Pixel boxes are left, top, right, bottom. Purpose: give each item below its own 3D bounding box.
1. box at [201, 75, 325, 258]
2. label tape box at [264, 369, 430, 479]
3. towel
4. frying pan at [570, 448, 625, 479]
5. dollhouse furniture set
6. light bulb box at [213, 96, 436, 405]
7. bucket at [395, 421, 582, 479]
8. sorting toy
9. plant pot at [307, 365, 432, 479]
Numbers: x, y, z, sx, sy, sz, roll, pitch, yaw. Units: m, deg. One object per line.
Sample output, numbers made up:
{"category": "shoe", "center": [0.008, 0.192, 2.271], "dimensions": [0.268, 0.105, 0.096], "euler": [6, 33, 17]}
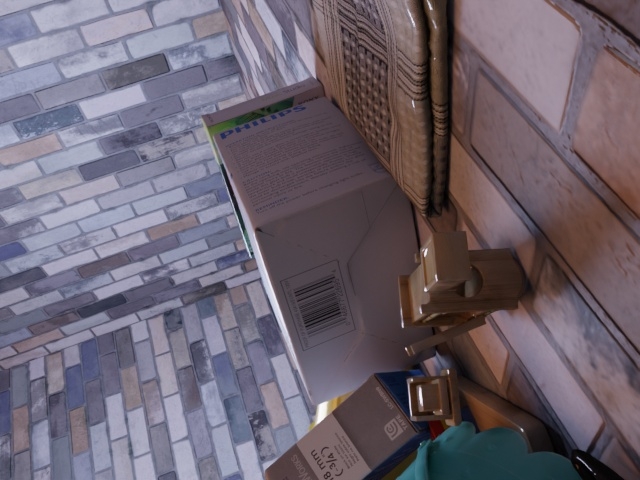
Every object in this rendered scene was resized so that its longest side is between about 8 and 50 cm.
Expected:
{"category": "box", "center": [-0.078, -0.136, 1.214], "dimensions": [0.058, 0.232, 0.322], "euler": [-126, 17, -51]}
{"category": "label tape box", "center": [0.033, 0.346, 0.944], "dimensions": [0.106, 0.333, 0.240], "euler": [51, -168, 24]}
{"category": "towel", "center": [0.054, -0.224, 0.698], "dimensions": [0.324, 0.056, 0.312], "euler": [79, 169, -46]}
{"category": "frying pan", "center": [0.265, 0.240, 0.352], "dimensions": [0.326, 0.053, 0.197], "euler": [95, 159, -81]}
{"category": "dollhouse furniture set", "center": [0.143, 0.091, 0.568], "dimensions": [0.182, 0.101, 0.161], "euler": [98, 169, -75]}
{"category": "light bulb box", "center": [0.000, 0.000, 1.022], "dimensions": [0.361, 0.225, 0.358], "euler": [-122, 15, -57]}
{"category": "bucket", "center": [0.149, 0.332, 0.559], "dimensions": [0.281, 0.183, 0.281], "euler": [30, 132, 39]}
{"category": "sorting toy", "center": [0.222, 0.329, 0.769], "dimensions": [0.257, 0.089, 0.256], "euler": [172, 79, -83]}
{"category": "plant pot", "center": [0.097, 0.321, 1.179], "dimensions": [0.254, 0.254, 0.239], "euler": [-160, 66, -81]}
